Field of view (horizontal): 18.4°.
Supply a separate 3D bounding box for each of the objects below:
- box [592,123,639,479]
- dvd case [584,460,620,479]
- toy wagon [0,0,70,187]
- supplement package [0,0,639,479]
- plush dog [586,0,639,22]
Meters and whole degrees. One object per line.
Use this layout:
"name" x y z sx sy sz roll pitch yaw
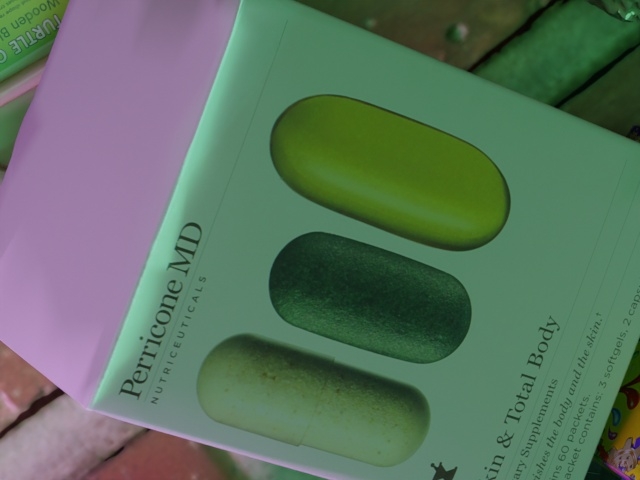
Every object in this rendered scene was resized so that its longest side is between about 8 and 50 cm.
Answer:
"box" 0.283 0.103 1.033 0.290 0.279 0.177 32 89 -22
"dvd case" 0.125 0.057 1.148 0.179 0.029 0.238 10 99 -12
"toy wagon" -0.152 -0.112 1.051 0.267 0.068 0.344 -31 105 -3
"supplement package" 0.000 0.000 0.963 0.263 0.198 0.199 19 93 -29
"plush dog" 0.167 -0.225 1.035 0.211 0.262 0.225 -29 123 -46
